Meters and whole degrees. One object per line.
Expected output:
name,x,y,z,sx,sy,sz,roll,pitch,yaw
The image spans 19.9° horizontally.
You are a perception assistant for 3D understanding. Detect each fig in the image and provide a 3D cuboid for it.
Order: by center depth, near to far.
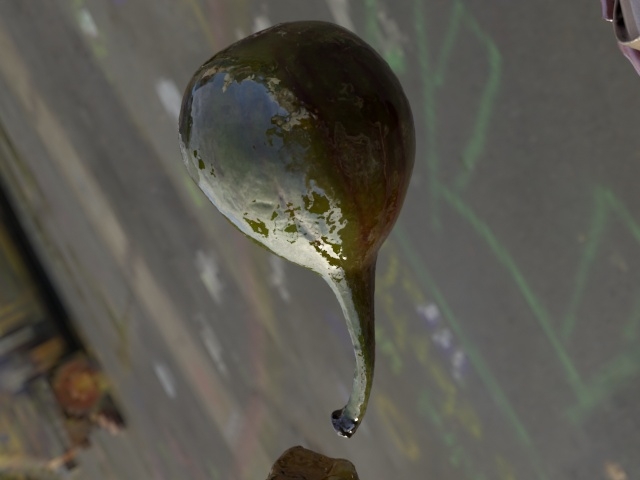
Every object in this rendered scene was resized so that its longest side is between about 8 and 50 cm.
fig,0.000,0.000,0.981,0.124,0.124,0.236,-159,55,-69

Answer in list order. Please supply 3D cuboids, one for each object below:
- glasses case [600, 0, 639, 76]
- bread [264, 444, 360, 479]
glasses case,0.191,-0.117,0.936,0.193,0.070,0.102,11,-138,-48
bread,-0.049,0.392,1.765,0.185,0.109,0.380,-57,-16,-70
